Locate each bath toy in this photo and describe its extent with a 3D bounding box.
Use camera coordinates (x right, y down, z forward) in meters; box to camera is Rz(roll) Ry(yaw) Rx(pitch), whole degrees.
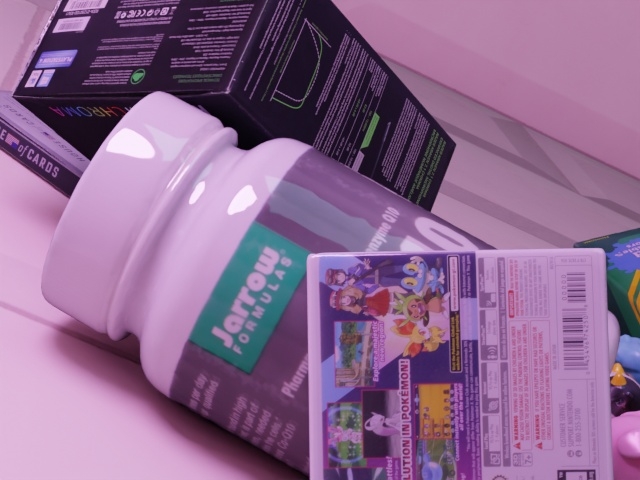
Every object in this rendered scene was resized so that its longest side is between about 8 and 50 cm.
[{"bbox_3d":[0.253,0.186,1.163,0.151,0.129,0.348,28,16,-2],"label":"bath toy"}]

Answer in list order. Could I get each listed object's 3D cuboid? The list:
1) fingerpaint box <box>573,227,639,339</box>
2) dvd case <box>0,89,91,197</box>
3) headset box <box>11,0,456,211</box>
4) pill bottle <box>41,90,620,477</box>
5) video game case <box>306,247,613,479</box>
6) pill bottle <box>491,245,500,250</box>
[{"bbox_3d":[0.523,0.074,1.452,0.445,0.163,0.371,-13,19,-5],"label":"fingerpaint box"},{"bbox_3d":[-0.224,-0.092,1.442,0.179,0.029,0.239,34,17,22],"label":"dvd case"},{"bbox_3d":[-0.061,-0.093,1.216,0.246,0.131,0.283,4,-27,39],"label":"headset box"},{"bbox_3d":[0.004,0.055,1.018,0.361,0.204,0.204,28,15,5],"label":"pill bottle"},{"bbox_3d":[0.084,0.106,0.895,0.183,0.201,0.023,-1,-6,2],"label":"video game case"},{"bbox_3d":[0.212,0.098,1.418,0.193,0.108,0.108,35,17,23],"label":"pill bottle"}]
